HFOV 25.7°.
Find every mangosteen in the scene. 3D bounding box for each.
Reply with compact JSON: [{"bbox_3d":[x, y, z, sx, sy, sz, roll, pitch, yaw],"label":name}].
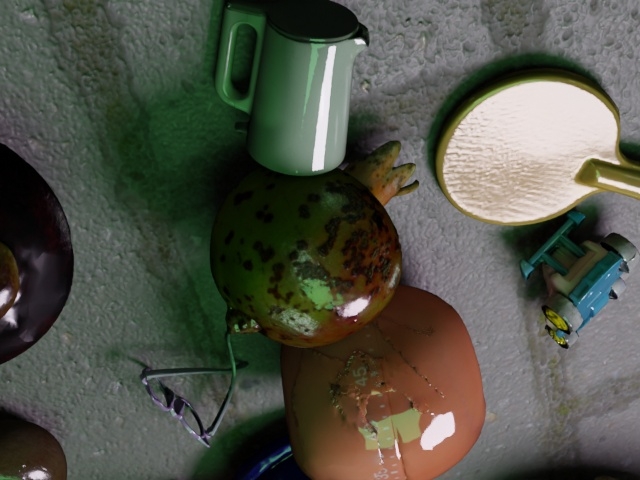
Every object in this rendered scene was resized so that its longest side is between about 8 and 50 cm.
[{"bbox_3d":[-0.333,0.021,1.254,0.228,0.265,0.228,-3,108,-9],"label":"mangosteen"}]

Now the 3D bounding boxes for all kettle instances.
[{"bbox_3d":[-0.026,-0.154,1.338,0.098,0.127,0.148,-29,139,-39],"label":"kettle"}]

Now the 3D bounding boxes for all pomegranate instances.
[{"bbox_3d":[0.002,0.005,1.420,0.246,0.198,0.198,-30,145,-44],"label":"pomegranate"}]

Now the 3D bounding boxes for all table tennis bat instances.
[{"bbox_3d":[0.272,-0.083,1.518,0.321,0.050,0.198,12,125,-23],"label":"table tennis bat"}]

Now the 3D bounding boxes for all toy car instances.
[{"bbox_3d":[0.292,0.046,1.625,0.126,0.098,0.161,-44,163,-10],"label":"toy car"}]

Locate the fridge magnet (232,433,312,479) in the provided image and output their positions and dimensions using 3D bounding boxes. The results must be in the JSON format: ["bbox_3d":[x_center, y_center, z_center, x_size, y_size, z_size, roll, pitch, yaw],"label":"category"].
[{"bbox_3d":[0.008,0.330,1.734,0.265,0.112,0.265,-11,129,-14],"label":"fridge magnet"}]

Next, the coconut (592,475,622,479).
[{"bbox_3d":[0.394,0.499,1.863,0.405,0.404,0.404,-10,131,-11],"label":"coconut"}]

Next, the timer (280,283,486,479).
[{"bbox_3d":[0.062,0.161,1.531,0.215,0.229,0.229,-14,132,-4],"label":"timer"}]

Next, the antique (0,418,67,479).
[{"bbox_3d":[-0.384,0.239,1.521,0.143,0.121,0.257,-42,130,8],"label":"antique"}]

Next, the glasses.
[{"bbox_3d":[-0.126,0.162,1.581,0.104,0.062,0.140,-31,133,7],"label":"glasses"}]
